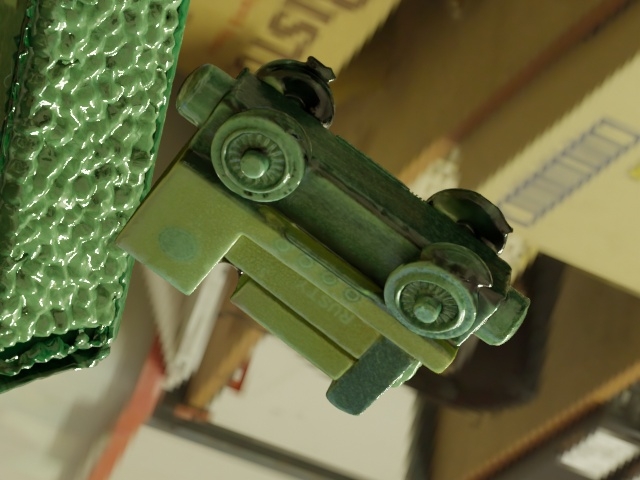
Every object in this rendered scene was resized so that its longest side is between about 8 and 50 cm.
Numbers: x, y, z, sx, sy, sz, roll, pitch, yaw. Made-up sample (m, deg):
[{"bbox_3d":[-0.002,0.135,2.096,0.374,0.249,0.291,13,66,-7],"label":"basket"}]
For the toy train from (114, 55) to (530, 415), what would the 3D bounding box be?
[{"bbox_3d":[0.000,0.000,0.529,0.081,0.122,0.050,-47,-171,36],"label":"toy train"}]

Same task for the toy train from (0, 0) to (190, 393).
[{"bbox_3d":[-0.161,-0.056,0.847,0.154,0.115,0.269,32,-62,36],"label":"toy train"}]
